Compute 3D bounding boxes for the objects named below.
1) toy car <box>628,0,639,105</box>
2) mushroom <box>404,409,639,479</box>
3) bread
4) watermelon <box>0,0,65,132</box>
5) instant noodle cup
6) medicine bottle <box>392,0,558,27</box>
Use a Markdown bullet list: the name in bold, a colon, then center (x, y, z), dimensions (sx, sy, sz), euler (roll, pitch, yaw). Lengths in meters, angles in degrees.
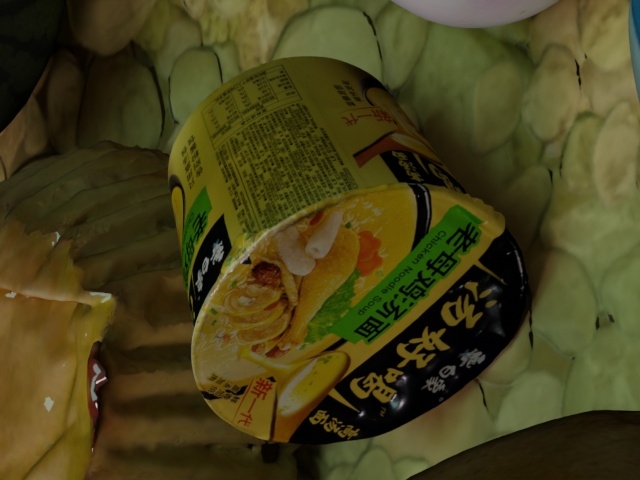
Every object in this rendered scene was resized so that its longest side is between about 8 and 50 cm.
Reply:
- **toy car**: center (0.195, -0.035, 0.530), dimensions (0.190, 0.255, 0.189), euler (-48, 56, 55)
- **mushroom**: center (0.081, 0.214, 0.691), dimensions (0.233, 0.207, 0.302), euler (-88, 0, -79)
- **bread**: center (-0.132, 0.077, 0.953), dimensions (0.274, 0.149, 0.274), euler (-12, 74, 44)
- **watermelon**: center (-0.300, -0.173, 1.074), dimensions (0.359, 0.278, 0.279), euler (39, 114, 44)
- **instant noodle cup**: center (0.000, 0.000, 0.822), dimensions (0.151, 0.151, 0.122), euler (-58, 37, 26)
- **medicine bottle**: center (0.005, -0.210, 0.844), dimensions (0.341, 0.130, 0.130), euler (44, 118, 43)
